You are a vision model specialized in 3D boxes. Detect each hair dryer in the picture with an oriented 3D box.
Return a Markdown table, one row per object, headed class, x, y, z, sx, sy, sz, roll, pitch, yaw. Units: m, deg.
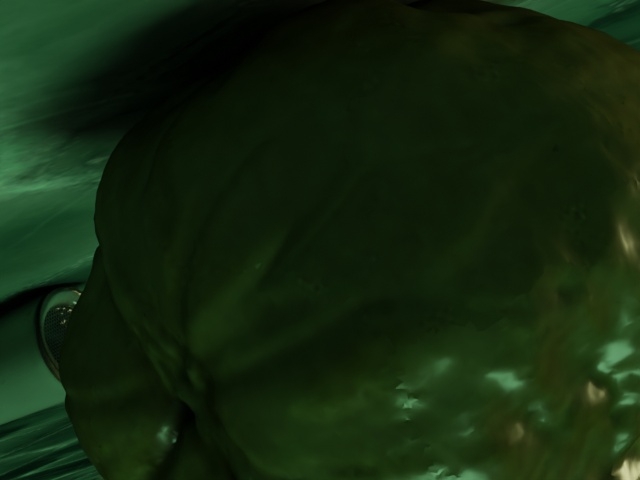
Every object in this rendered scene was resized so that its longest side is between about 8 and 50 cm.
| class | x | y | z | sx | sy | sz | roll | pitch | yaw |
| --- | --- | --- | --- | --- | --- | --- | --- | --- | --- |
| hair dryer | -0.170 | 0.067 | 1.258 | 0.131 | 0.073 | 0.236 | -23 | -179 | 32 |

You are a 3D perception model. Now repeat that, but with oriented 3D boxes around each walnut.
| class | x | y | z | sx | sy | sz | roll | pitch | yaw |
| --- | --- | --- | --- | --- | --- | --- | --- | --- | --- |
| walnut | 0.036 | 0.033 | 0.760 | 0.277 | 0.282 | 0.253 | -5 | -156 | -45 |
